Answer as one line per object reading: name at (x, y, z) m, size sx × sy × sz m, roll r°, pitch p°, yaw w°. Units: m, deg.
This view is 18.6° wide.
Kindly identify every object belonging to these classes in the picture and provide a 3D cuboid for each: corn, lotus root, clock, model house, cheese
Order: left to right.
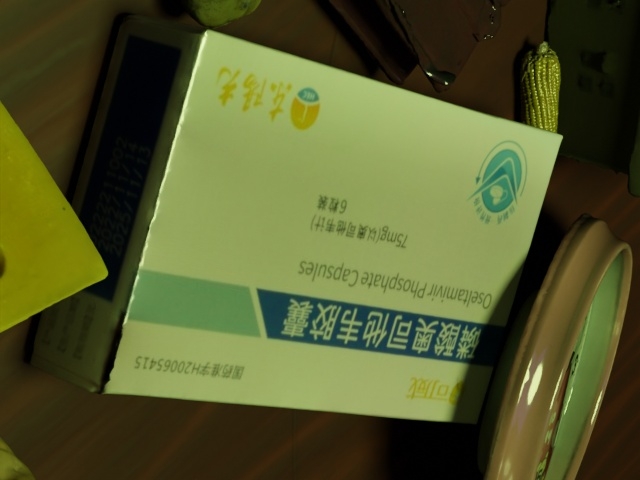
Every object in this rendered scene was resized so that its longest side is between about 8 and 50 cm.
cheese at (-0.196, -0.037, 0.908) m, size 0.093 × 0.126 × 0.171 m, roll -33°, pitch 107°, yaw -38°
lotus root at (-0.051, -0.160, 1.029) m, size 0.054 × 0.049 × 0.099 m, roll -36°, pitch 139°, yaw -66°
corn at (0.146, -0.093, 1.297) m, size 0.028 × 0.027 × 0.083 m, roll -65°, pitch 157°, yaw -62°
clock at (0.149, 0.101, 1.309) m, size 0.244 × 0.056 × 0.244 m, roll 18°, pitch 90°, yaw -73°
model house at (0.303, -0.128, 1.290) m, size 0.204 × 0.243 × 0.211 m, roll -11°, pitch 112°, yaw -45°

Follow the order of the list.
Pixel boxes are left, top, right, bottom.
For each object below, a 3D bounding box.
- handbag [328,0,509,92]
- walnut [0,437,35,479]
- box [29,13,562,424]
handbag at (0.065, -0.219, 1.121) m, size 0.203 × 0.074 × 0.216 m, roll -58°, pitch 140°, yaw -14°
walnut at (-0.203, 0.170, 0.915) m, size 0.184 × 0.155 × 0.155 m, roll -49°, pitch 135°, yaw -20°
box at (0.000, 0.000, 1.138) m, size 0.343 × 0.065 × 0.200 m, roll 11°, pitch 97°, yaw -50°
